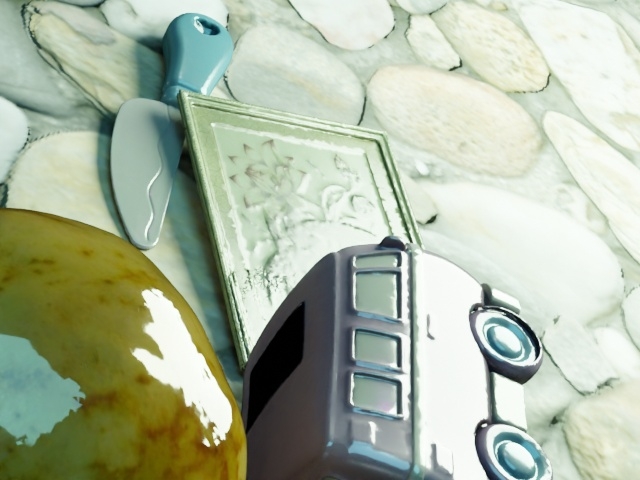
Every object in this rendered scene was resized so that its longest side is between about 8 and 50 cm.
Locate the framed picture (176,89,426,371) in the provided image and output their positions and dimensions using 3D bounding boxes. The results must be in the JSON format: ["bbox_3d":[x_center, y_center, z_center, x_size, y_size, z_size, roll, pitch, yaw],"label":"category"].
[{"bbox_3d":[0.000,0.000,1.181,0.173,0.010,0.231,8,48,-31],"label":"framed picture"}]

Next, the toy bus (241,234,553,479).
[{"bbox_3d":[0.035,0.103,0.992,0.142,0.142,0.202,22,37,-15],"label":"toy bus"}]

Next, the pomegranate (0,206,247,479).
[{"bbox_3d":[-0.153,0.093,0.783,0.248,0.248,0.248,21,37,-16],"label":"pomegranate"}]

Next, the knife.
[{"bbox_3d":[-0.107,-0.080,1.207,0.058,0.032,0.244,30,39,-11],"label":"knife"}]
